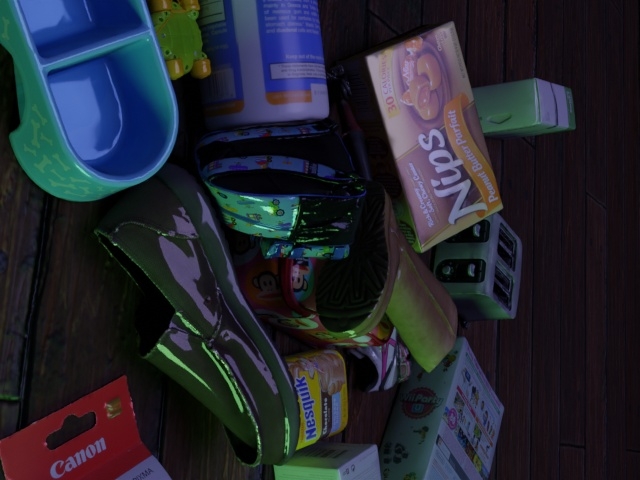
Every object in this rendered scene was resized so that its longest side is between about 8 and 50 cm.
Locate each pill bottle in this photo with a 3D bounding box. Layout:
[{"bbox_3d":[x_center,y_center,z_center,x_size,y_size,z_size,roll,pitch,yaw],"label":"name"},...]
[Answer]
[{"bbox_3d":[-0.078,-0.271,1.120,0.152,0.152,0.272,-12,97,-58],"label":"pill bottle"}]

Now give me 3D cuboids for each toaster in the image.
[{"bbox_3d":[0.285,0.053,1.710,0.185,0.110,0.168,39,55,-50],"label":"toaster"}]

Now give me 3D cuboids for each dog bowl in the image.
[{"bbox_3d":[-0.230,-0.180,0.900,0.166,0.074,0.297,-31,114,-39],"label":"dog bowl"}]

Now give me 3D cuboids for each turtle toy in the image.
[{"bbox_3d":[-0.179,-0.219,1.032,0.130,0.066,0.095,-19,101,-57],"label":"turtle toy"}]

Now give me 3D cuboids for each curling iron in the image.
[{"bbox_3d":[0.038,-0.153,1.307,0.274,0.035,0.068,-100,166,-44],"label":"curling iron"}]

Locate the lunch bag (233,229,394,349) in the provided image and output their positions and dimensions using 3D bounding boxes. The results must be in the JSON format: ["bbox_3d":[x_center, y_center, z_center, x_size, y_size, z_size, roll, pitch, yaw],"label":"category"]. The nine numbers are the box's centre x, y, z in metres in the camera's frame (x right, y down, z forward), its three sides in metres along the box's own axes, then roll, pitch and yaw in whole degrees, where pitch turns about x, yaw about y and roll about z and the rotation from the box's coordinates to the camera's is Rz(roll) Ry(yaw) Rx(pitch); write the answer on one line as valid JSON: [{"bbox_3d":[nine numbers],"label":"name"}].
[{"bbox_3d":[0.000,0.000,1.260,0.293,0.120,0.258,31,57,-55],"label":"lunch bag"}]

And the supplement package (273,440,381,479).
[{"bbox_3d":[0.017,0.367,1.248,0.105,0.105,0.179,-14,99,-58],"label":"supplement package"}]

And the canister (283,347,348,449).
[{"bbox_3d":[-0.033,0.206,1.215,0.170,0.073,0.126,-3,90,-60],"label":"canister"}]

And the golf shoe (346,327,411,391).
[{"bbox_3d":[0.077,0.136,1.399,0.086,0.067,0.186,-20,101,-29],"label":"golf shoe"}]

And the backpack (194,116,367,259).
[{"bbox_3d":[-0.052,-0.056,1.035,0.158,0.173,0.117,-112,-153,-51],"label":"backpack"}]

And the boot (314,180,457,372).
[{"bbox_3d":[0.101,0.087,1.205,0.269,0.089,0.236,56,38,-42],"label":"boot"}]

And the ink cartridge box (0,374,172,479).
[{"bbox_3d":[-0.213,0.271,0.940,0.181,0.056,0.225,-25,110,-57],"label":"ink cartridge box"}]

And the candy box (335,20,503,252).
[{"bbox_3d":[0.159,-0.161,1.475,0.183,0.087,0.316,-27,109,-27],"label":"candy box"}]

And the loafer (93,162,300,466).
[{"bbox_3d":[-0.142,0.102,1.029,0.130,0.134,0.366,-31,105,-26],"label":"loafer"}]

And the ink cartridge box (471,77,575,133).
[{"bbox_3d":[0.393,-0.257,1.868,0.219,0.160,0.093,-4,89,-59],"label":"ink cartridge box"}]

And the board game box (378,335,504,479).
[{"bbox_3d":[0.198,0.343,1.552,0.224,0.097,0.303,58,43,-39],"label":"board game box"}]
